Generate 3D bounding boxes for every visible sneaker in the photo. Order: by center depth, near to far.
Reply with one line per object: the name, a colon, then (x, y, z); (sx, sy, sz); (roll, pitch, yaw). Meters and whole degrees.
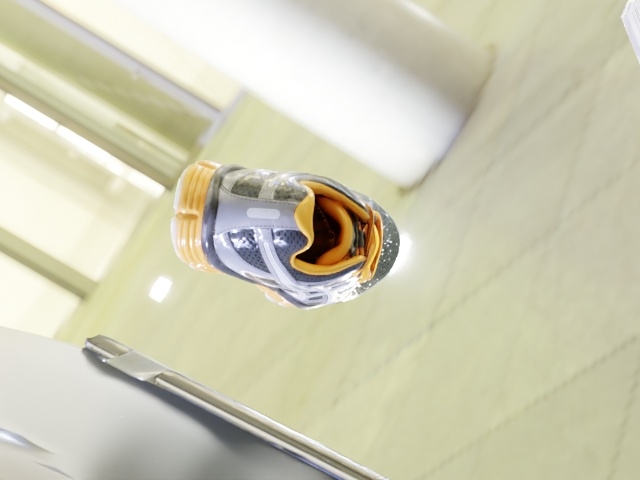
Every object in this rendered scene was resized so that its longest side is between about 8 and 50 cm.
sneaker: (0.000, 0.000, 0.949); (0.215, 0.083, 0.084); (6, -93, -60)

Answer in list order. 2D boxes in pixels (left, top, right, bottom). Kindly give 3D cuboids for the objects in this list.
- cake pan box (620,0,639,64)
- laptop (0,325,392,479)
cake pan box: (0.257, -0.116, 0.841); (0.267, 0.070, 0.246); (106, 159, -50)
laptop: (-0.059, 0.172, 0.533); (0.236, 0.408, 0.382); (-23, 27, -33)
